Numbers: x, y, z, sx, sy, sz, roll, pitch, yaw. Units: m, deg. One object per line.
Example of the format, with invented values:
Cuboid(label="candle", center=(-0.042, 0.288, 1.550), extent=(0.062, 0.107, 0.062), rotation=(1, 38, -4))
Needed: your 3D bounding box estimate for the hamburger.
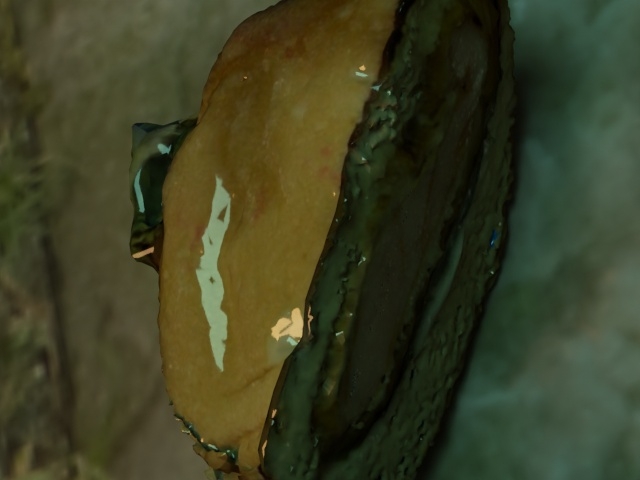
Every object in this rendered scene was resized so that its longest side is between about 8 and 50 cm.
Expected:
Cuboid(label="hamburger", center=(-0.003, -0.005, 0.533), extent=(0.102, 0.087, 0.176), rotation=(11, 85, 44))
